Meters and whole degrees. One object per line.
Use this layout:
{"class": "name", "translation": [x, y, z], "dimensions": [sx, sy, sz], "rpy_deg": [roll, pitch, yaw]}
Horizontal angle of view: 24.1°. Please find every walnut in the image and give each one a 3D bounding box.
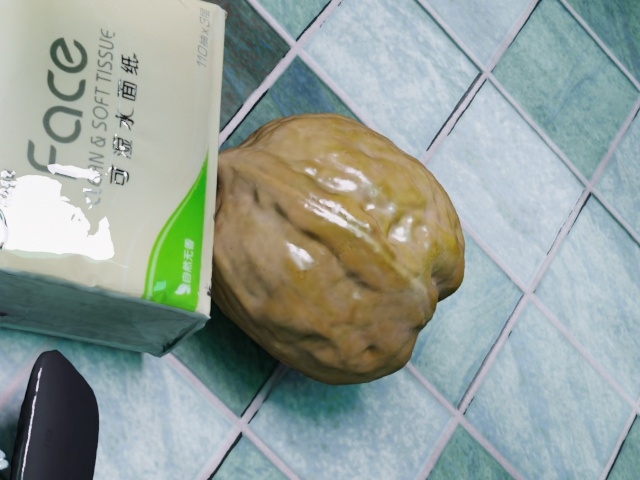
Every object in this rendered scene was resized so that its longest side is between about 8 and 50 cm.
{"class": "walnut", "translation": [0.001, 0.001, 1.838], "dimensions": [0.344, 0.306, 0.306], "rpy_deg": [35, 55, -20]}

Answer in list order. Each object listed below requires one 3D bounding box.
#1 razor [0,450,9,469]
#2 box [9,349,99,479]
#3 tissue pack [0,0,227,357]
{"class": "razor", "translation": [-0.366, 0.334, 1.533], "dimensions": [0.106, 0.068, 0.232], "rpy_deg": [-13, 101, -43]}
{"class": "box", "translation": [-0.289, 0.231, 1.620], "dimensions": [0.042, 0.201, 0.212], "rpy_deg": [0, 65, 10]}
{"class": "tissue pack", "translation": [-0.285, -0.102, 1.725], "dimensions": [0.332, 0.205, 0.405], "rpy_deg": [13, 64, -27]}
